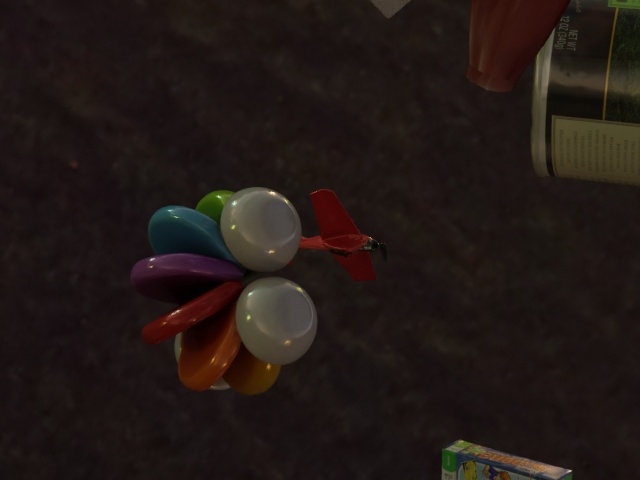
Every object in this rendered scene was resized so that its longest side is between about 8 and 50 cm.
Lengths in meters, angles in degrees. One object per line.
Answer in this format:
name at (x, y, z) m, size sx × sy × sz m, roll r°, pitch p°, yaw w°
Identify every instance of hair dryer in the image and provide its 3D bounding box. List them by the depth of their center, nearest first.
hair dryer at (0.185, -0.236, 1.109) m, size 0.080 × 0.293 × 0.223 m, roll 27°, pitch -9°, yaw 21°

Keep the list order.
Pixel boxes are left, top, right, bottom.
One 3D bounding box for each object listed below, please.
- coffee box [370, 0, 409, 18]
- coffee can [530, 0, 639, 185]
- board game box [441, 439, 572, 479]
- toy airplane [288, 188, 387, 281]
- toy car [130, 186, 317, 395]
coffee box at (0.029, -0.390, 1.771) m, size 0.246 × 0.098 × 0.141 m, roll 44°, pitch 21°, yaw -21°
coffee can at (0.342, -0.140, 1.394) m, size 0.275 × 0.201 × 0.201 m, roll 7°, pitch 31°, yaw 15°
board game box at (0.186, 0.314, 1.574) m, size 0.136 × 0.201 × 0.035 m, roll 10°, pitch 18°, yaw 38°
toy airplane at (0.000, 0.000, 1.606) m, size 0.151 × 0.151 × 0.028 m, roll 30°, pitch 58°, yaw -8°
toy car at (-0.097, 0.044, 1.330) m, size 0.136 × 0.159 × 0.182 m, roll 1°, pitch 71°, yaw -35°
